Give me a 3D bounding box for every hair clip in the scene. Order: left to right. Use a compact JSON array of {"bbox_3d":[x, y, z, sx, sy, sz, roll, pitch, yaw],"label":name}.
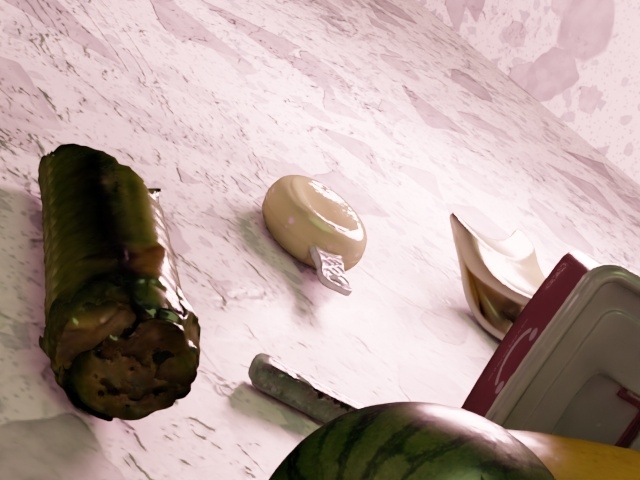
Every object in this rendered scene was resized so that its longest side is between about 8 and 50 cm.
[{"bbox_3d":[0.285,0.091,1.820,0.172,0.113,0.282,12,24,-48],"label":"hair clip"}]

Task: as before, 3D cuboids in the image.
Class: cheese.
[{"bbox_3d":[0.000,0.000,1.627,0.137,0.064,0.227,24,23,-22],"label":"cheese"}]

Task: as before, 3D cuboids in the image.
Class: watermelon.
[{"bbox_3d":[0.066,0.229,0.942,0.242,0.242,0.242,30,20,-12],"label":"watermelon"}]

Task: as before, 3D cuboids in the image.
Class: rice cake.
[{"bbox_3d":[0.021,0.166,1.316,0.208,0.033,0.033,29,10,-18],"label":"rice cake"}]

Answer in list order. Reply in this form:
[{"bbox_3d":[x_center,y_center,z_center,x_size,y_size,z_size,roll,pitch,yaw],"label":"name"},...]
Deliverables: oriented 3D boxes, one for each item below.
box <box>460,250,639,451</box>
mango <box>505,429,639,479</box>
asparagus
[{"bbox_3d":[0.262,0.159,1.359,0.193,0.294,0.167,32,9,-7],"label":"box"},{"bbox_3d":[0.269,0.289,1.151,0.445,0.220,0.301,30,22,-1],"label":"mango"},{"bbox_3d":[-0.190,0.012,1.221,0.382,0.128,0.108,-114,179,-58],"label":"asparagus"}]
